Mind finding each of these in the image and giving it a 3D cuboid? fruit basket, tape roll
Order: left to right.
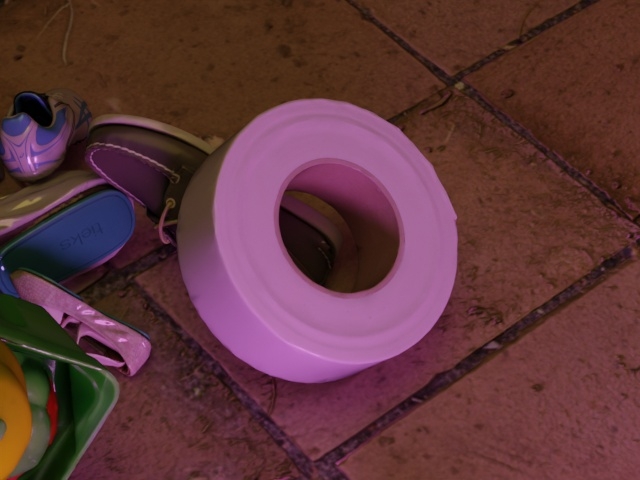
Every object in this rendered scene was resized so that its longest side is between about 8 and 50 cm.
[{"bbox_3d":[-0.366,0.156,1.395,0.392,0.283,0.392,30,18,-11],"label":"fruit basket"},{"bbox_3d":[0.000,0.000,1.656,0.286,0.100,0.286,10,68,-25],"label":"tape roll"}]

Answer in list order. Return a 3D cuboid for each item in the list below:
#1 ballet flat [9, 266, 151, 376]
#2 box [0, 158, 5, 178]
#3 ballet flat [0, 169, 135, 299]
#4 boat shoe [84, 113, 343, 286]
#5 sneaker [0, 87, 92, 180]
[{"bbox_3d":[-0.255,0.087,1.668,0.168,0.057,0.052,29,63,-7],"label":"ballet flat"},{"bbox_3d":[-0.435,-0.100,1.804,0.072,0.137,0.126,33,56,26],"label":"box"},{"bbox_3d":[-0.385,0.032,1.713,0.400,0.139,0.139,-29,55,-29],"label":"ballet flat"},{"bbox_3d":[-0.122,-0.032,1.720,0.305,0.109,0.091,29,58,-10],"label":"boat shoe"},{"bbox_3d":[-0.315,-0.141,1.837,0.085,0.086,0.237,-6,21,4],"label":"sneaker"}]
